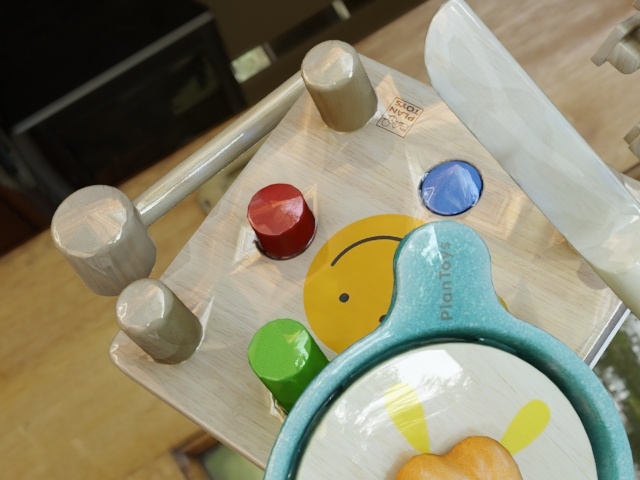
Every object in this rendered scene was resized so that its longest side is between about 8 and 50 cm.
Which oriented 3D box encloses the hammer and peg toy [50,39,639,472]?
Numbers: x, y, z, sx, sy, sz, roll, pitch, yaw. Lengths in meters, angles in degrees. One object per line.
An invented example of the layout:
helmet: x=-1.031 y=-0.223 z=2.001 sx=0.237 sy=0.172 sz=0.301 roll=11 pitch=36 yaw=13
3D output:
hammer and peg toy: x=0.000 y=0.000 z=0.779 sx=0.361 sy=0.266 sz=0.127 roll=30 pitch=-14 yaw=29

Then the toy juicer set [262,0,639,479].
toy juicer set: x=0.075 y=0.103 z=0.447 sx=0.209 sy=0.329 sz=0.089 roll=25 pitch=-5 yaw=-16

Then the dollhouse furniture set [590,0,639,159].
dollhouse furniture set: x=0.282 y=-0.114 z=0.874 sx=0.151 sy=0.123 sz=0.144 roll=46 pitch=-46 yaw=11
